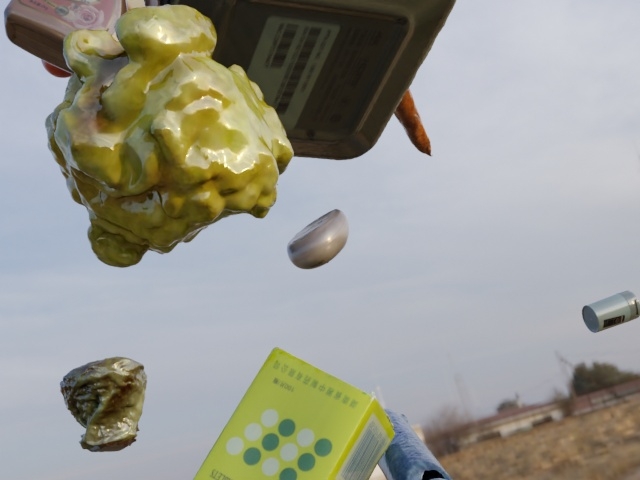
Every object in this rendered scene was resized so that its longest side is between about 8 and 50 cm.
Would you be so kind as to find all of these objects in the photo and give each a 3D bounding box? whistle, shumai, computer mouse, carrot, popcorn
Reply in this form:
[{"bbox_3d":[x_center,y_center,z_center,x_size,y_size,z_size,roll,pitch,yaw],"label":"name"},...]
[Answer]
[{"bbox_3d":[0.101,0.254,1.068,0.062,0.062,0.304,-14,10,-7],"label":"whistle"},{"bbox_3d":[-0.242,0.193,1.128,0.099,0.087,0.123,-12,-29,-8],"label":"shumai"},{"bbox_3d":[0.001,0.002,1.038,0.066,0.039,0.096,-30,9,20],"label":"computer mouse"},{"bbox_3d":[0.178,-0.240,1.971,0.057,0.057,0.224,-20,-40,14],"label":"carrot"},{"bbox_3d":[-0.179,-0.104,1.043,0.250,0.241,0.235,-27,-7,30],"label":"popcorn"}]

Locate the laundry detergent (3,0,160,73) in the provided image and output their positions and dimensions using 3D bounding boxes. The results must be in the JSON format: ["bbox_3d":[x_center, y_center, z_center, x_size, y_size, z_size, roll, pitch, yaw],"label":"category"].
[{"bbox_3d":[-0.283,-0.322,1.294,0.171,0.237,0.076,27,-32,1],"label":"laundry detergent"}]

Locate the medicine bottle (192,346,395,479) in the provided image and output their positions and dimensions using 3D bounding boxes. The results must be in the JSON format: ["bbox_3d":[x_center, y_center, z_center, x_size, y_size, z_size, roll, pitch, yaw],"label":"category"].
[{"bbox_3d":[-0.040,0.261,1.049,0.137,0.250,0.141,24,-20,24],"label":"medicine bottle"}]

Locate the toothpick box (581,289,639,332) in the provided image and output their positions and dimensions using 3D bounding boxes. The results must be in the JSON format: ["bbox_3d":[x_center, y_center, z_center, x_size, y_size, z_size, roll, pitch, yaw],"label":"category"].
[{"bbox_3d":[0.491,0.120,1.670,0.083,0.052,0.052,-18,-14,-15],"label":"toothpick box"}]

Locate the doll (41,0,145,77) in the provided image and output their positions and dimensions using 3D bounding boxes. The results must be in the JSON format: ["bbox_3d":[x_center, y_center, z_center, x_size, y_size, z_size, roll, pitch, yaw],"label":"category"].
[{"bbox_3d":[-0.334,-0.364,1.522,0.130,0.161,0.290,1,40,40],"label":"doll"}]

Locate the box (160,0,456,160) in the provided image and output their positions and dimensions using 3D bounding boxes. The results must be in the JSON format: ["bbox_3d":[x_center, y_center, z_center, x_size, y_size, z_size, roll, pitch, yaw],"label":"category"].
[{"bbox_3d":[-0.044,-0.278,1.437,0.397,0.111,0.396,3,-36,-21],"label":"box"}]
